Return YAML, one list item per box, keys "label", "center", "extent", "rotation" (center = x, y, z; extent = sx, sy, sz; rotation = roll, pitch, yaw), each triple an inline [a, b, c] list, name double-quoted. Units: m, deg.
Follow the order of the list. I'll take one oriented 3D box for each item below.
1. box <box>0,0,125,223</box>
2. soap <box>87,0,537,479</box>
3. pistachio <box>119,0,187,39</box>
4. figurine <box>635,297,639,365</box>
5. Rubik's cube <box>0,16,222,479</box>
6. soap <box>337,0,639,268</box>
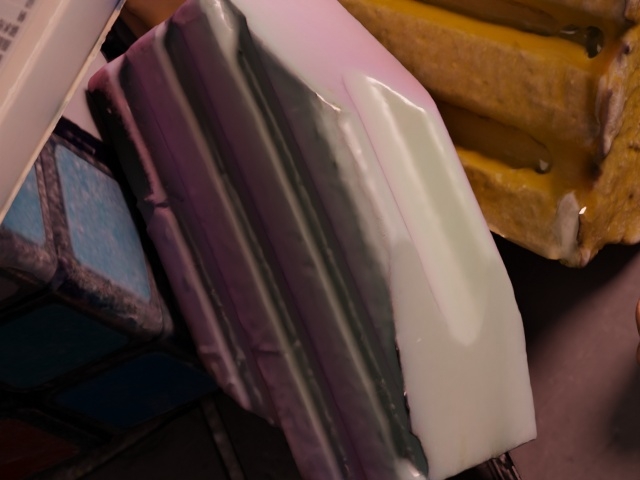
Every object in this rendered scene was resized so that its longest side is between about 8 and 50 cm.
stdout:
- label: "box"
  center: [-0.256, -0.089, 0.945]
  extent: [0.273, 0.048, 0.265]
  rotation: [25, 82, 31]
- label: "soap"
  center: [0.000, 0.000, 1.072]
  extent: [0.193, 0.109, 0.324]
  rotation: [-31, 78, 45]
- label: "pistachio"
  center: [-0.094, -0.259, 1.224]
  extent: [0.163, 0.213, 0.260]
  rotation: [-2, 108, 59]
- label: "figurine"
  center: [0.249, 0.044, 0.976]
  extent: [0.114, 0.126, 0.157]
  rotation: [-33, 9, -22]
- label: "Rubik's cube"
  center: [-0.296, -0.035, 1.183]
  extent: [0.359, 0.363, 0.362]
  rotation: [-28, 56, 20]
- label: "soap"
  center: [0.075, -0.125, 1.106]
  extent: [0.315, 0.091, 0.199]
  rotation: [23, 114, 38]
